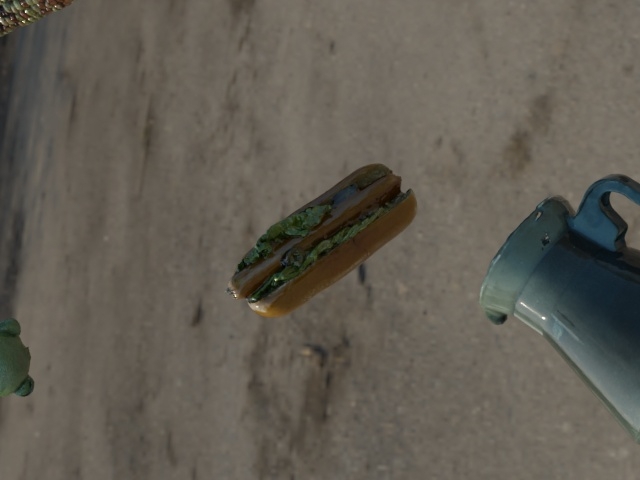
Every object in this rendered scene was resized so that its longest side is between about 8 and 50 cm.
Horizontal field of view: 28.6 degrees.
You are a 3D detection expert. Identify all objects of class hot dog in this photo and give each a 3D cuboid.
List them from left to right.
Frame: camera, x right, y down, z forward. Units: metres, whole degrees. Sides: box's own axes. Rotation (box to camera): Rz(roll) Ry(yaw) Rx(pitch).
[{"bbox_3d":[0.000,0.000,1.948,0.135,0.337,0.100,49,165,21],"label":"hot dog"}]

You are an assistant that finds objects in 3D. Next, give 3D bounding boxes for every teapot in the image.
[{"bbox_3d":[0.279,0.056,1.150,0.225,0.171,0.203,36,121,20],"label":"teapot"}]

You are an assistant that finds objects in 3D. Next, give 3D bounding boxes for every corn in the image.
[{"bbox_3d":[-0.420,-0.310,1.635,0.253,0.086,0.086,-20,55,19],"label":"corn"}]

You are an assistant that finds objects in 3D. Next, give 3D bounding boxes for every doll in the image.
[{"bbox_3d":[-0.402,0.143,1.410,0.077,0.150,0.115,30,130,56],"label":"doll"}]
